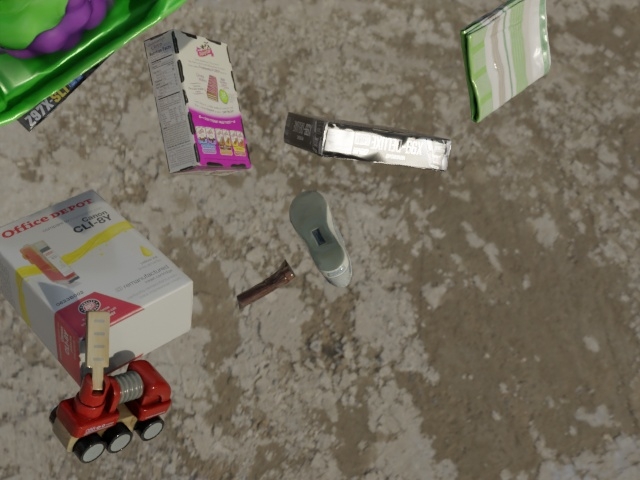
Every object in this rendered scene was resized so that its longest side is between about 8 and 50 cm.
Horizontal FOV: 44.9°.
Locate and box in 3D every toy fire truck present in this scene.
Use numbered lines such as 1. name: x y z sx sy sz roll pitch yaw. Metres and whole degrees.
1. toy fire truck: -0.396 0.268 1.497 0.158 0.246 0.217 41 30 29

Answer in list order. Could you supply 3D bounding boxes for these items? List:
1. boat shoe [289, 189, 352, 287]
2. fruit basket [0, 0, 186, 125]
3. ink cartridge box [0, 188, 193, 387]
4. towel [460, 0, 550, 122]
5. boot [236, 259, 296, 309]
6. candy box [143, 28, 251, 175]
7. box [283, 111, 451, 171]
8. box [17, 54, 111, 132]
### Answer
1. boat shoe: 0.001 0.000 1.467 0.079 0.081 0.227 -24 47 1
2. fruit basket: -0.278 -0.279 0.574 0.283 0.392 0.392 -41 76 -17
3. ink cartridge box: -0.503 0.088 1.677 0.279 0.160 0.385 -29 54 -36
4. towel: 0.217 -0.215 0.891 0.023 0.113 0.152 16 43 43
5. boot: -0.100 0.080 1.380 0.114 0.106 0.037 -33 92 0
6. candy box: -0.210 -0.232 1.341 0.159 0.071 0.233 -6 85 -62
7. box: 0.100 -0.224 1.744 0.307 0.242 0.076 4 102 -24
8. box: -0.594 -0.364 1.734 0.257 0.322 0.079 -45 114 -9
